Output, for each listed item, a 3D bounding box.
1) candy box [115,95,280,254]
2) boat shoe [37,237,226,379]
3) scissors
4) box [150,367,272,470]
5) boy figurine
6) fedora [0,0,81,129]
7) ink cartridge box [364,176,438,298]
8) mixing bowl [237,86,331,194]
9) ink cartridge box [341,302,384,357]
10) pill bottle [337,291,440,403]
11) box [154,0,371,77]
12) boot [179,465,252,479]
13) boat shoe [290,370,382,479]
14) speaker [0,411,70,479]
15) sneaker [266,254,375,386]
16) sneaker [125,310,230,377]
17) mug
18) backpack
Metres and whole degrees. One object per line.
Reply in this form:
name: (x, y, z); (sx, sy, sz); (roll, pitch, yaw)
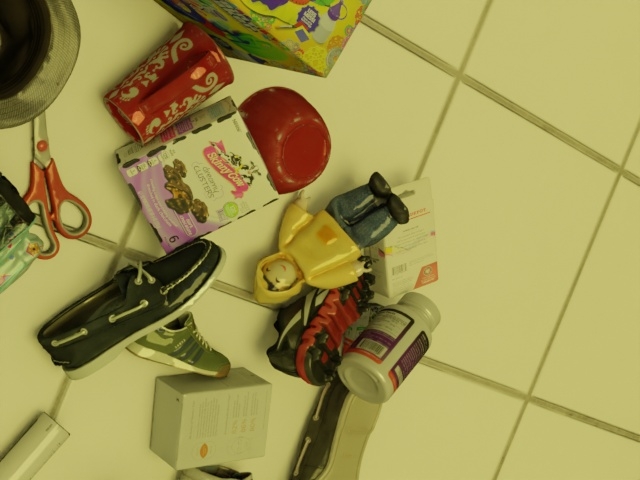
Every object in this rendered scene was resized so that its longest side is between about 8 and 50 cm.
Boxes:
candy box: (-0.184, -0.098, 1.827); (0.196, 0.070, 0.165); (-26, 119, -1)
boat shoe: (-0.278, 0.086, 1.795); (0.302, 0.114, 0.091); (-39, 120, -4)
scissors: (-0.406, -0.115, 1.735); (0.109, 0.021, 0.297); (-25, 118, -26)
box: (-0.177, 0.287, 1.971); (0.170, 0.091, 0.130); (-1, 104, -36)
boy figurine: (0.000, 0.000, 1.991); (0.285, 0.092, 0.177); (-33, 81, -7)
fedora: (-0.464, -0.281, 1.580); (0.275, 0.124, 0.244); (26, 88, -43)
ink cartridge box: (0.138, -0.012, 2.128); (0.115, 0.067, 0.198); (-18, 114, -31)
mixing bowl: (-0.050, -0.149, 1.935); (0.181, 0.098, 0.181); (-12, 110, -34)
ink cartridge box: (0.075, 0.169, 2.158); (0.063, 0.029, 0.115); (1, 102, -36)
pill bottle: (0.123, 0.178, 2.073); (0.193, 0.108, 0.108); (-46, 126, -34)
box: (-0.120, -0.392, 1.700); (0.290, 0.279, 0.177); (34, 82, -37)
boot: (-0.128, 0.452, 2.035); (0.258, 0.095, 0.123); (21, 88, -25)
boat shoe: (0.013, 0.386, 2.150); (0.112, 0.095, 0.335); (18, 98, -35)
speaker: (-0.440, 0.325, 1.816); (0.136, 0.055, 0.055); (-49, 125, -14)
sneaker: (-0.003, 0.123, 2.047); (0.276, 0.135, 0.098); (-61, 137, -36)
sneaker: (-0.212, 0.157, 1.924); (0.192, 0.064, 0.086); (19, 96, -35)
mug: (-0.226, -0.232, 1.765); (0.169, 0.150, 0.113); (-41, 79, -14)
backpack: (-0.477, 0.009, 1.630); (0.188, 0.166, 0.144); (-39, 114, -17)
